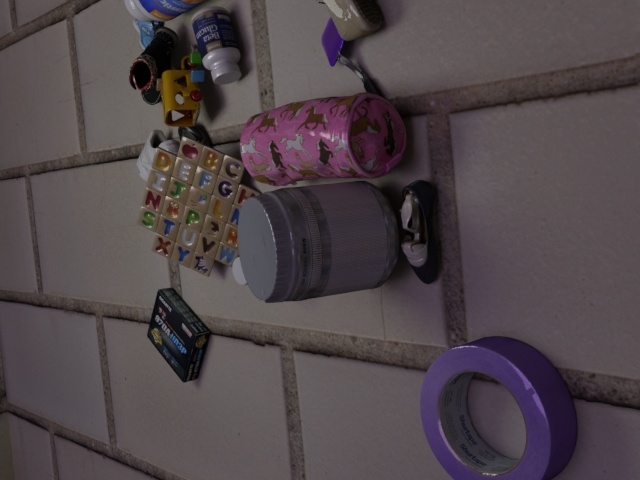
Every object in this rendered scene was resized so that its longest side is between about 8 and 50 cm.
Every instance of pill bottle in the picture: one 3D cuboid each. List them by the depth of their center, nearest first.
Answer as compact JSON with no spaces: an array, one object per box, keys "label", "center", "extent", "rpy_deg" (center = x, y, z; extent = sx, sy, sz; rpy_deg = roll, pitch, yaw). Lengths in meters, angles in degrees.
[{"label":"pill bottle","center":[-0.130,0.062,1.749],"extent":[0.078,0.137,0.078],"rpy_deg":[9,103,46]},{"label":"pill bottle","center":[-0.247,-0.468,1.822],"extent":[0.094,0.094,0.169],"rpy_deg":[-27,77,46]},{"label":"pill bottle","center":[-0.381,-0.641,1.899],"extent":[0.272,0.152,0.152],"rpy_deg":[-8,90,48]}]

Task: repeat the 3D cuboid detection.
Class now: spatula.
[{"label":"spatula","center":[0.076,-0.338,1.536],"extent":[0.296,0.030,0.084],"rpy_deg":[57,145,22]}]

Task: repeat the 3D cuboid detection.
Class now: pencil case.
[{"label":"pencil case","center":[-0.004,-0.198,1.539],"extent":[0.386,0.167,0.160],"rpy_deg":[1,74,52]}]

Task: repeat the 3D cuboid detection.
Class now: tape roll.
[{"label":"tape roll","center":[0.310,0.313,1.345],"extent":[0.274,0.090,0.275],"rpy_deg":[11,105,46]}]

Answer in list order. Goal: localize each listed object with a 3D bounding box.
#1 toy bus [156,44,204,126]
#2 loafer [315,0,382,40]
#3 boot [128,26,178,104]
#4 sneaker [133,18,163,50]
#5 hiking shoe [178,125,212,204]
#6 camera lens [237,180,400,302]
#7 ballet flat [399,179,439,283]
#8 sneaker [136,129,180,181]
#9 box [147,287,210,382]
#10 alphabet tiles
[{"label":"toy bus","center":[-0.361,-0.389,1.913],"extent":[0.202,0.104,0.191],"rpy_deg":[-129,39,-61]},{"label":"loafer","center":[0.026,-0.514,1.512],"extent":[0.092,0.102,0.269],"rpy_deg":[-36,70,38]},{"label":"boot","center":[-0.453,-0.426,1.983],"extent":[0.085,0.179,0.236],"rpy_deg":[24,132,-5]},{"label":"sneaker","center":[-0.462,-0.571,2.067],"extent":[0.073,0.063,0.162],"rpy_deg":[-44,65,37]},{"label":"hiking shoe","center":[-0.339,-0.202,1.952],"extent":[0.086,0.114,0.227],"rpy_deg":[-29,75,45]},{"label":"camera lens","center":[0.000,0.000,1.475],"extent":[0.219,0.274,0.219],"rpy_deg":[26,120,60]},{"label":"ballet flat","center":[0.183,-0.014,1.445],"extent":[0.074,0.074,0.203],"rpy_deg":[4,100,47]},{"label":"sneaker","center":[-0.404,-0.176,2.027],"extent":[0.305,0.114,0.152],"rpy_deg":[49,130,30]},{"label":"box","center":[-0.407,0.267,2.149],"extent":[0.220,0.051,0.175],"rpy_deg":[42,125,36]},{"label":"alphabet tiles","center":[-0.311,-0.080,1.898],"extent":[0.285,0.011,0.343],"rpy_deg":[25,118,5]}]
